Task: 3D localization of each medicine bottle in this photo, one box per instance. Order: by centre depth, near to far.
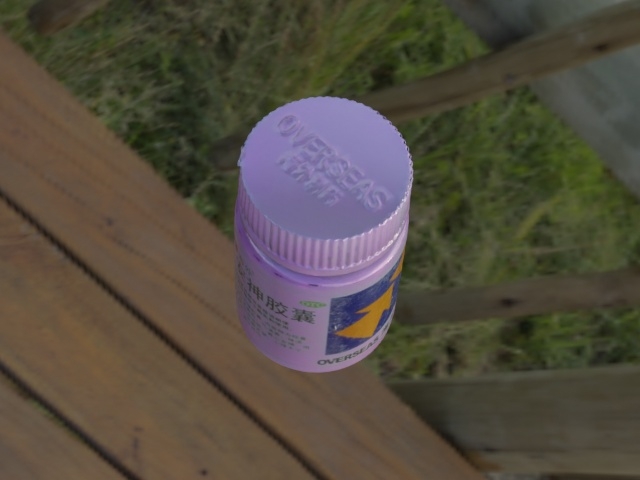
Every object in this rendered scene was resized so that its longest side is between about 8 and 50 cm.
[{"bbox_3d":[0.000,0.000,1.641,0.178,0.291,0.178,2,60,-3],"label":"medicine bottle"}]
